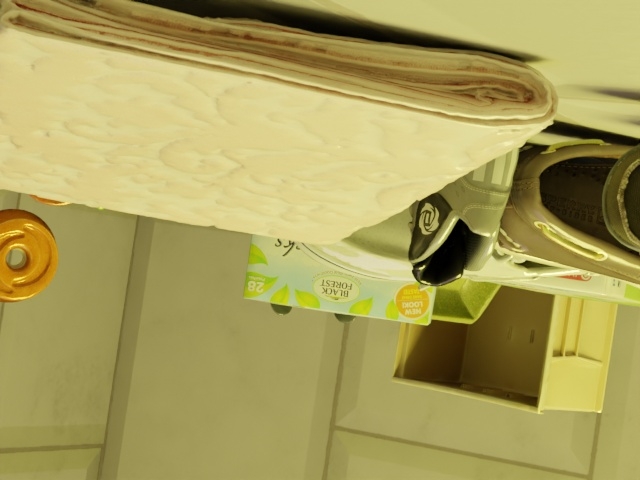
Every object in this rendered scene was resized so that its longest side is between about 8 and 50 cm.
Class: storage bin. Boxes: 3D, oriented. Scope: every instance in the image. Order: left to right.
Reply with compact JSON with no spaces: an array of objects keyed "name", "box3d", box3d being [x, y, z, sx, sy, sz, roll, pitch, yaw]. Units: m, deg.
[{"name":"storage bin","box3d":[0.240,0.075,1.980,0.123,0.260,0.262,10,178,-39]}]

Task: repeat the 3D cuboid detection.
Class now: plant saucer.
[{"name":"plant saucer","box3d":[0.177,0.005,1.811,0.045,0.188,0.188,40,-166,27]}]

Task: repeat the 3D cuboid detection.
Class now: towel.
[{"name":"towel","box3d":[-0.067,-0.071,0.965,0.317,0.053,0.332,10,166,-19]}]

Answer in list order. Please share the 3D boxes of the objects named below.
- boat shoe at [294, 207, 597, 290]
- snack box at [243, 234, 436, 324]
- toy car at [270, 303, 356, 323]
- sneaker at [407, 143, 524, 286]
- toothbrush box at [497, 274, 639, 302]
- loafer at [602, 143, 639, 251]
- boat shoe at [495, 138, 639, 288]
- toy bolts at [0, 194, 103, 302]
[{"name":"boat shoe","box3d":[0.150,-0.019,1.308,0.367,0.136,0.156,5,179,2]},{"name":"snack box","box3d":[0.031,-0.006,1.705,0.207,0.175,0.070,9,180,7]},{"name":"toy car","box3d":[0.000,0.000,1.840,0.155,0.188,0.149,8,179,2]},{"name":"sneaker","box3d":[0.076,-0.033,1.161,0.086,0.132,0.228,9,178,-17]},{"name":"toothbrush box","box3d":[0.232,-0.008,1.551,0.206,0.122,0.283,8,177,25]},{"name":"loafer","box3d":[0.290,-0.030,0.917,0.251,0.094,0.087,-3,-179,18]},{"name":"boat shoe","box3d":[0.277,-0.015,1.206,0.324,0.117,0.096,10,175,-19]},{"name":"toy bolts","box3d":[-0.363,-0.064,1.685,0.228,0.218,0.158,30,175,-28]}]
